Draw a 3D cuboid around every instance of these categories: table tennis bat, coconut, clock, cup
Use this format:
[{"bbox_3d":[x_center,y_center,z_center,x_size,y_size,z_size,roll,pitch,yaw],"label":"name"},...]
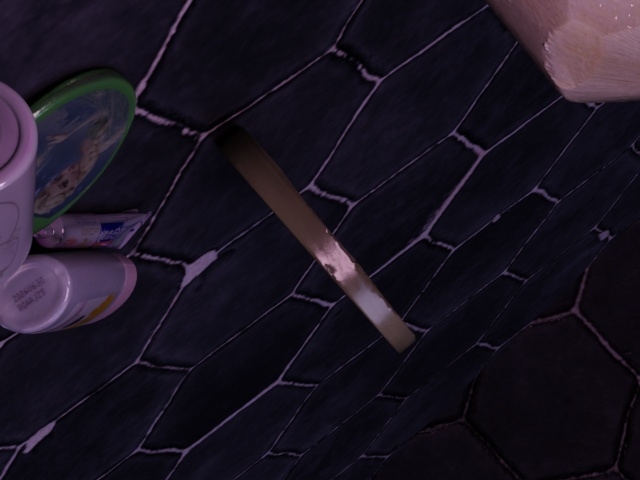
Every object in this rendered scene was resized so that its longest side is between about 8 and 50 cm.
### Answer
[{"bbox_3d":[-0.229,-0.025,1.457,0.257,0.039,0.160,-48,163,9],"label":"table tennis bat"},{"bbox_3d":[0.263,-0.233,1.660,0.237,0.266,0.237,-31,163,-10],"label":"coconut"},{"bbox_3d":[0.000,0.000,1.684,0.029,0.235,0.235,-41,163,0],"label":"clock"},{"bbox_3d":[-0.250,-0.027,1.292,0.136,0.099,0.133,-35,162,-26],"label":"cup"}]

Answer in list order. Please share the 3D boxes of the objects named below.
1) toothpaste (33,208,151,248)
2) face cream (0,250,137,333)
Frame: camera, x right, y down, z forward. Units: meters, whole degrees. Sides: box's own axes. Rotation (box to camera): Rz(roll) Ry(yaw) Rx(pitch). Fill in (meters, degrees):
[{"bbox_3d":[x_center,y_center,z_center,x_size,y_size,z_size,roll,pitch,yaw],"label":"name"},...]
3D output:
[{"bbox_3d":[-0.187,-0.009,1.601,0.045,0.028,0.170,-51,164,14],"label":"toothpaste"},{"bbox_3d":[-0.204,0.042,1.578,0.084,0.057,0.198,-33,174,8],"label":"face cream"}]
